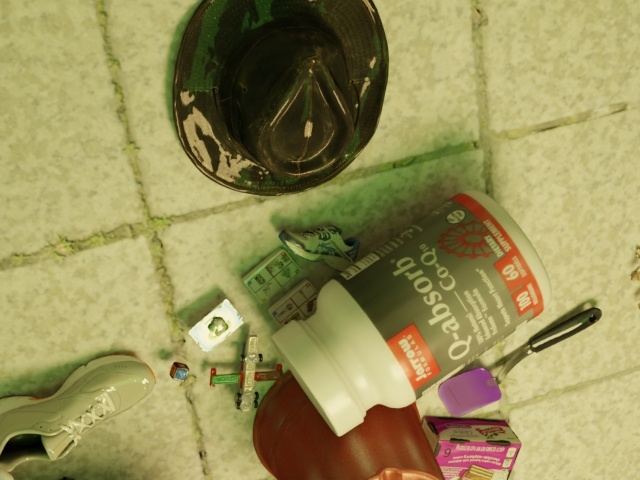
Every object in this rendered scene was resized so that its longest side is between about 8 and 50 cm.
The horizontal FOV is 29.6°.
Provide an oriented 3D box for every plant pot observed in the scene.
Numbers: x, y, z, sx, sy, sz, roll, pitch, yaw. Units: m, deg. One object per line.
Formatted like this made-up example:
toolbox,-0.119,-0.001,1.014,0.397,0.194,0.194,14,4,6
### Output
plant pot,0.060,0.346,1.816,0.272,0.265,0.272,-8,119,-14

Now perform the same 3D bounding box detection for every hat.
hat,-0.037,-0.183,1.575,0.331,0.134,0.331,-8,120,-14

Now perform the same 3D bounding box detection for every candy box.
candy box,0.220,0.411,2.020,0.159,0.071,0.233,6,116,-22

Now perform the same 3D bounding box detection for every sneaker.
sneaker,0.000,0.000,1.740,0.135,0.052,0.058,19,104,-36
sneaker,-0.352,0.257,1.713,0.262,0.121,0.099,-23,122,-6

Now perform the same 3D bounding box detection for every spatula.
spatula,0.326,0.190,1.959,0.296,0.030,0.084,-33,120,1

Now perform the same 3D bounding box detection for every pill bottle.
pill bottle,0.127,0.106,1.716,0.363,0.210,0.210,-34,123,-8

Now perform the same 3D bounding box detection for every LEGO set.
LEGO set,-0.104,0.145,1.793,0.244,0.060,0.182,-41,119,-5

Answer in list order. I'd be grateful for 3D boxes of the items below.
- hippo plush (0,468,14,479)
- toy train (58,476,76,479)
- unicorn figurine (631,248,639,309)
hippo plush,-0.517,0.364,1.626,0.236,0.294,0.234,-17,87,-2
toy train,-0.423,0.418,1.833,0.036,0.027,0.158,33,103,-27
unicorn figurine,0.566,0.078,1.961,0.111,0.060,0.162,-19,122,-7
